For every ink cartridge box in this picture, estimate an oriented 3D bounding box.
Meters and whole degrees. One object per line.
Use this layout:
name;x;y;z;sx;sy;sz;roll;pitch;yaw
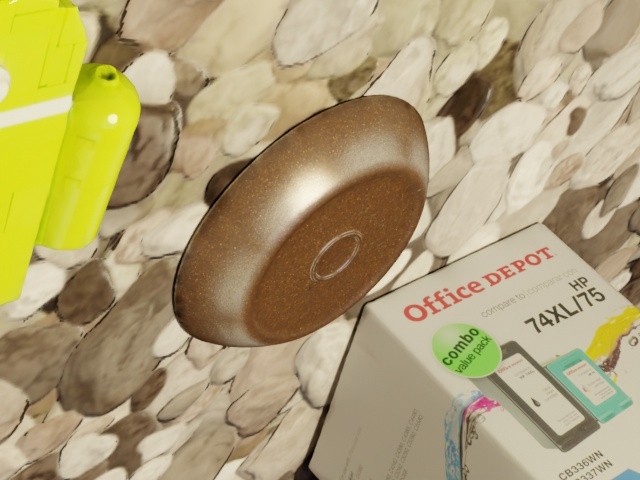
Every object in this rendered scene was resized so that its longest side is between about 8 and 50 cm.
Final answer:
ink cartridge box;0.163;0.165;1.149;0.198;0.270;0.197;-23;145;-35

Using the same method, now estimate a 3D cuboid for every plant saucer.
plant saucer;0.000;0.000;0.947;0.198;0.036;0.198;-33;150;-22

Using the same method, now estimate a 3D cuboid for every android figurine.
android figurine;-0.186;-0.023;0.637;0.248;0.056;0.273;-18;145;-42
